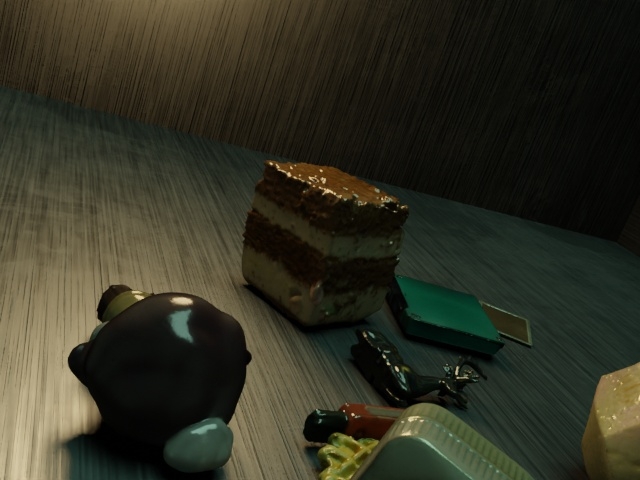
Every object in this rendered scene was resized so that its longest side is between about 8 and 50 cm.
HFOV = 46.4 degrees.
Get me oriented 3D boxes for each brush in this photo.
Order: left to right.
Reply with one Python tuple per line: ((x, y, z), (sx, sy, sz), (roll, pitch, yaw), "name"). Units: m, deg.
((0.118, 0.298, 1.171), (0.323, 0.070, 0.051), (14, 19, -27), "brush")

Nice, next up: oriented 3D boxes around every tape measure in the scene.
((0.116, 0.337, 0.813), (0.231, 0.271, 0.133), (38, 19, 9), "tape measure")

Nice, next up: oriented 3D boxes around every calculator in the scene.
((0.281, 0.174, 1.731), (0.248, 0.058, 0.274), (14, 18, -13), "calculator")

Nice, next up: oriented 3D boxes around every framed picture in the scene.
((0.466, 0.210, 1.898), (0.142, 0.011, 0.183), (22, 18, 7), "framed picture")

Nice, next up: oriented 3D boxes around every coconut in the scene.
((0.595, 0.336, 1.205), (0.353, 0.352, 0.352), (18, 17, -6), "coconut")

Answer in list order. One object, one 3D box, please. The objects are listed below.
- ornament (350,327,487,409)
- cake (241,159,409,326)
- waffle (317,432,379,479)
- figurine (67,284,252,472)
((0.193, 0.240, 1.409), (0.236, 0.080, 0.202), (6, 25, -31), "ornament")
((0.000, 0.000, 1.570), (0.256, 0.290, 0.282), (2, 24, -48), "cake")
((0.122, 0.356, 1.017), (0.261, 0.056, 0.250), (16, 18, -18), "waffle")
((-0.249, 0.169, 1.065), (0.218, 0.206, 0.365), (35, -17, -26), "figurine")
